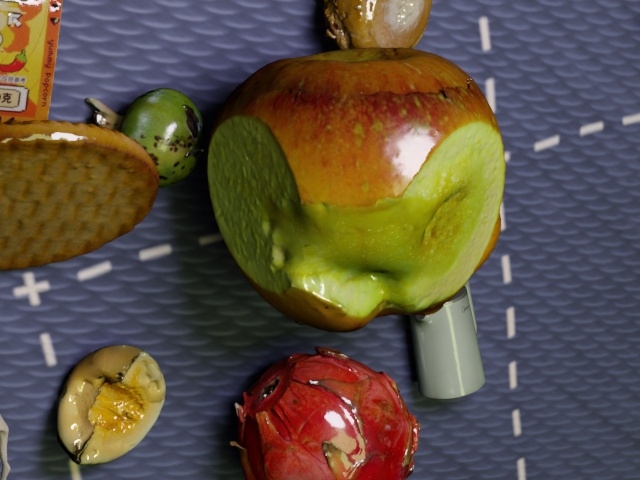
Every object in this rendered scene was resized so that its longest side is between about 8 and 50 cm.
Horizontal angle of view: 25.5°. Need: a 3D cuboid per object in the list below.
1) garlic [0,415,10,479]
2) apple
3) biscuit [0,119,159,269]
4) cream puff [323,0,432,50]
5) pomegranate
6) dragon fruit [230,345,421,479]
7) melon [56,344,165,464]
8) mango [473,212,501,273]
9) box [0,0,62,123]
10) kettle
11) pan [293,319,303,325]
[{"bbox_3d":[-0.488,0.214,1.551,0.340,0.231,0.246,-1,100,-26],"label":"garlic"},{"bbox_3d":[0.043,-0.056,1.697,0.374,0.384,0.374,-1,103,-6],"label":"apple"},{"bbox_3d":[-0.334,-0.048,1.563,0.318,0.318,0.040,3,62,-33],"label":"biscuit"},{"bbox_3d":[0.068,-0.308,1.830,0.165,0.115,0.150,-45,129,-25],"label":"cream puff"},{"bbox_3d":[-0.213,-0.129,1.715,0.161,0.122,0.122,18,93,4],"label":"pomegranate"},{"bbox_3d":[0.010,0.264,1.878,0.241,0.241,0.252,-40,133,-17],"label":"dragon fruit"},{"bbox_3d":[-0.264,0.206,1.785,0.128,0.079,0.160,35,82,-52],"label":"melon"},{"bbox_3d":[0.182,0.004,1.997,0.115,0.090,0.178,41,83,-20],"label":"mango"},{"bbox_3d":[-0.436,-0.257,1.472,0.283,0.214,0.260,1,100,-32],"label":"box"},{"bbox_3d":[0.188,0.138,2.032,0.126,0.098,0.148,-17,108,-22],"label":"kettle"},{"bbox_3d":[0.000,0.000,1.918,0.136,0.028,0.235,17,90,-33],"label":"pan"}]
